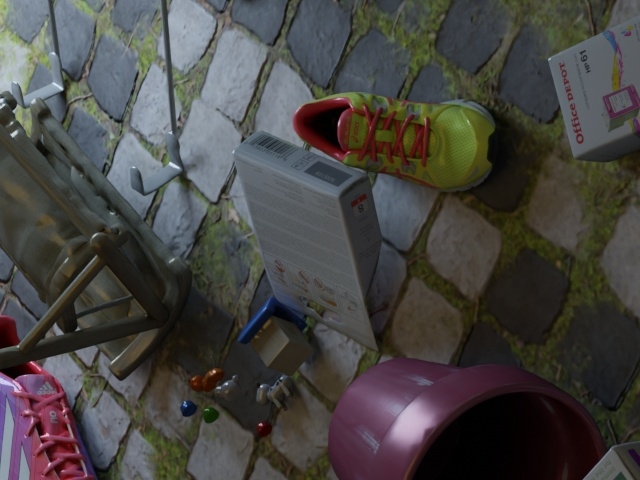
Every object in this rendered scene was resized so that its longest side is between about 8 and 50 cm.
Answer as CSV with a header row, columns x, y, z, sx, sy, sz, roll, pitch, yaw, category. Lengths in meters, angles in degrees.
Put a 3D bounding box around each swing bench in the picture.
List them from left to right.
x,y,z,sx,sy,sz,roll,pitch,yaw,category
-0.272,-0.012,1.861,0.165,0.254,0.253,-48,70,12,swing bench

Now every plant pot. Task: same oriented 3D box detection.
x,y,z,sx,sy,sz,roll,pitch,yaw,category
0.103,0.183,1.559,0.180,0.201,0.201,27,110,57,plant pot

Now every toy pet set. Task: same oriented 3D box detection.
x,y,z,sx,sy,sz,roll,pitch,yaw,category
-0.070,0.112,1.772,0.114,0.122,0.065,-50,51,14,toy pet set

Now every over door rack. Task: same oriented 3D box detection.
x,y,z,sx,sy,sz,roll,pitch,yaw,category
-0.199,-0.246,1.913,0.239,0.108,0.324,34,128,39,over door rack

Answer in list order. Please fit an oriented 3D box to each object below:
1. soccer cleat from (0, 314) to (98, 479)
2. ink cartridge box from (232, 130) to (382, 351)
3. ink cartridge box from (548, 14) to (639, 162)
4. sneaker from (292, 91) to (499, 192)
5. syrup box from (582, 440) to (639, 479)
x,y,z,sx,sy,sz,roll,pitch,yaw,category
-0.294,0.210,1.999,0.318,0.108,0.116,47,117,37,soccer cleat
0.000,0.000,1.726,0.145,0.045,0.179,25,144,42,ink cartridge box
0.247,-0.122,1.500,0.122,0.052,0.088,-24,74,43,ink cartridge box
0.061,-0.087,1.653,0.208,0.094,0.081,9,95,43,sneaker
0.273,0.195,1.347,0.096,0.237,0.093,54,126,29,syrup box
